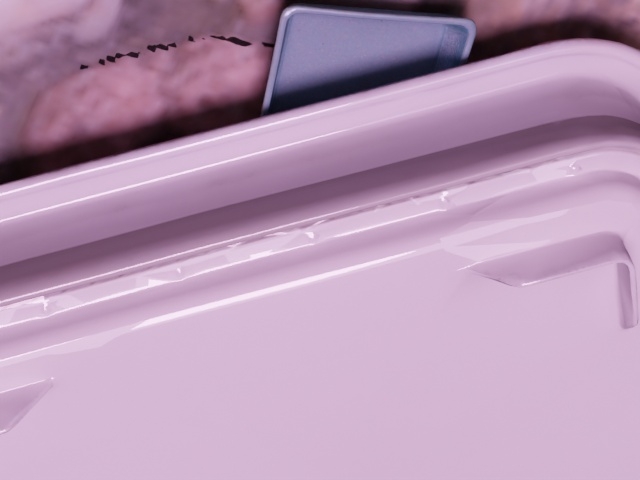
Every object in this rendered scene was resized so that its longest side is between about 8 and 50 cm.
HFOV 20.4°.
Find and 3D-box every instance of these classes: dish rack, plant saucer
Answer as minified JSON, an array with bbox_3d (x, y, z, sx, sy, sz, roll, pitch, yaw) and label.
[{"bbox_3d":[-0.009,0.089,0.641,0.333,0.072,0.285,-15,128,-5],"label":"dish rack"},{"bbox_3d":[0.000,0.000,0.630,0.067,0.018,0.192,2,125,-17],"label":"plant saucer"}]
